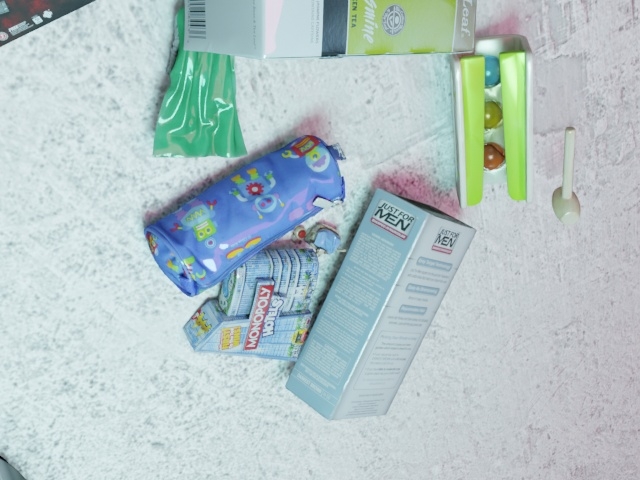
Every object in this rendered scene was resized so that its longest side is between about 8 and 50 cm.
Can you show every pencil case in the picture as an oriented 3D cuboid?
[{"bbox_3d":[-0.099,-0.038,1.192,0.306,0.133,0.119,-33,147,-17],"label":"pencil case"}]

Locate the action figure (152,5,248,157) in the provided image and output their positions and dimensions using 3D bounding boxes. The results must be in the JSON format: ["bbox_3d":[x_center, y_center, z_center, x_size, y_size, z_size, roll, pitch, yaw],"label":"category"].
[{"bbox_3d":[-0.160,-0.229,1.098,0.137,0.063,0.232,-5,108,-32],"label":"action figure"}]

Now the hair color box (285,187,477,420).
[{"bbox_3d":[0.104,0.114,1.392,0.185,0.114,0.374,12,105,-55],"label":"hair color box"}]

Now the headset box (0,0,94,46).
[{"bbox_3d":[-0.319,-0.359,0.796,0.218,0.110,0.293,-24,146,3],"label":"headset box"}]

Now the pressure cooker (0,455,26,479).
[{"bbox_3d":[-0.484,0.491,0.991,0.370,0.420,0.375,-23,124,-25],"label":"pressure cooker"}]

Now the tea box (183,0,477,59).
[{"bbox_3d":[0.013,-0.396,1.005,0.324,0.220,0.329,-9,108,-32],"label":"tea box"}]

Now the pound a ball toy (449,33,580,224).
[{"bbox_3d":[0.331,-0.184,1.394,0.208,0.135,0.319,-5,121,7],"label":"pound a ball toy"}]

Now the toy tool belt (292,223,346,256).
[{"bbox_3d":[0.000,0.000,1.329,0.083,0.051,0.052,17,102,-39],"label":"toy tool belt"}]

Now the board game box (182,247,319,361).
[{"bbox_3d":[-0.108,0.109,1.285,0.194,0.060,0.194,-3,125,-31],"label":"board game box"}]
